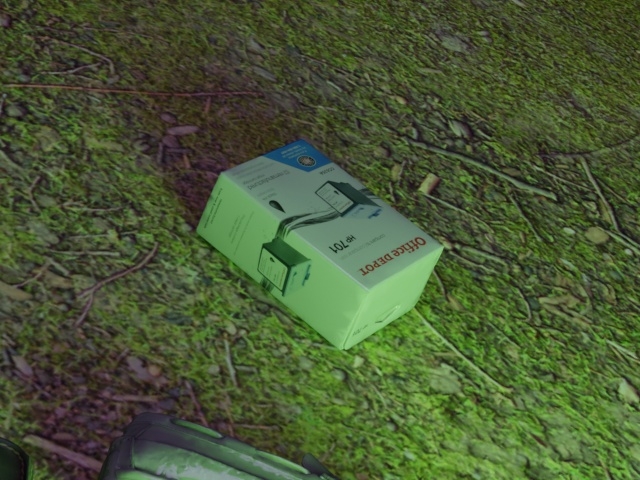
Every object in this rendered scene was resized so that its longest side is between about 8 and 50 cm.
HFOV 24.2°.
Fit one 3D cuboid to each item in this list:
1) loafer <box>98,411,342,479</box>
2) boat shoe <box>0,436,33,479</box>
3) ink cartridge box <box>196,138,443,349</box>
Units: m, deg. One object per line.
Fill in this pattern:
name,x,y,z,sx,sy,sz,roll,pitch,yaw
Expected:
loafer,-0.008,0.210,1.118,0.319,0.112,0.111,22,42,-4
boat shoe,-0.358,0.134,0.980,0.355,0.130,0.132,11,36,-20
ink cartridge box,0.000,0.000,1.436,0.190,0.082,0.139,37,36,20
